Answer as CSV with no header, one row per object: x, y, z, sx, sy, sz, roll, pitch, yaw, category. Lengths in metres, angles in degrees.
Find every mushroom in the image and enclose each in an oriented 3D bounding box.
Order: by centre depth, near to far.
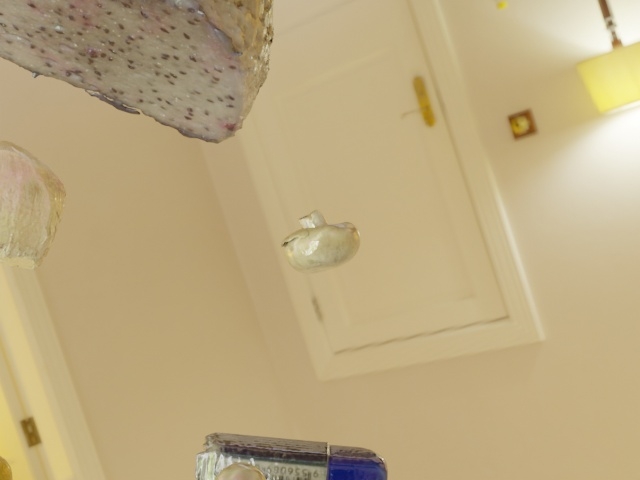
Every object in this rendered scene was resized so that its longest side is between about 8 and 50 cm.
-0.114,0.358,1.232,0.067,0.083,0.083,-35,170,39,mushroom
0.000,0.000,1.683,0.154,0.122,0.154,-17,174,-2,mushroom

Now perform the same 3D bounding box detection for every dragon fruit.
-0.162,-0.252,0.812,0.283,0.204,0.221,19,156,-12,dragon fruit

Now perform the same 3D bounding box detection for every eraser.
-0.052,0.428,1.521,0.332,0.155,0.101,5,-174,-1,eraser

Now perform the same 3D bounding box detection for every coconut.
-0.704,-0.084,1.870,0.297,0.254,0.297,13,169,3,coconut

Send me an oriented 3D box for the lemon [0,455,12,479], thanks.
-0.667,0.478,1.713,0.109,0.109,0.133,-17,-137,25,lemon
